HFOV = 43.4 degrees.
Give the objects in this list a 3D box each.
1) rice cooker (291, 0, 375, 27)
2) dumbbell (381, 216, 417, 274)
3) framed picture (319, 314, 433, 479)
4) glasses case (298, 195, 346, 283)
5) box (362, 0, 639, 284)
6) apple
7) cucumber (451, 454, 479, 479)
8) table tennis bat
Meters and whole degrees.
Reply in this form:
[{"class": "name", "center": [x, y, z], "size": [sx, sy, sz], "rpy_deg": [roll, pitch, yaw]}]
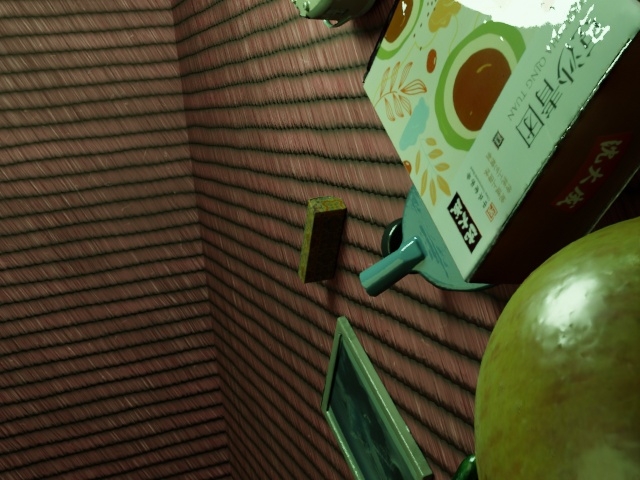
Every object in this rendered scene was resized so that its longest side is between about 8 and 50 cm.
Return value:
[{"class": "rice cooker", "center": [0.029, -0.467, 1.435], "size": [0.206, 0.127, 0.145], "rpy_deg": [-17, 82, 61]}, {"class": "dumbbell", "center": [0.179, 0.010, 1.289], "size": [0.191, 0.100, 0.100], "rpy_deg": [-175, 76, -70]}, {"class": "framed picture", "center": [0.107, 0.430, 1.770], "size": [0.446, 0.028, 0.326], "rpy_deg": [-121, 29, -45]}, {"class": "glasses case", "center": [0.000, 0.000, 1.792], "size": [0.049, 0.075, 0.218], "rpy_deg": [-117, 26, -42]}, {"class": "box", "center": [0.215, -0.204, 0.918], "size": [0.385, 0.122, 0.344], "rpy_deg": [-111, 34, -40]}, {"class": "apple", "center": [0.315, 0.147, 0.590], "size": [0.333, 0.401, 0.400], "rpy_deg": [107, 147, -44]}, {"class": "cucumber", "center": [0.235, 0.458, 1.408], "size": [0.284, 0.056, 0.056], "rpy_deg": [101, 152, -45]}, {"class": "table tennis bat", "center": [0.184, -0.017, 1.143], "size": [0.329, 0.044, 0.215], "rpy_deg": [-38, 63, 32]}]
